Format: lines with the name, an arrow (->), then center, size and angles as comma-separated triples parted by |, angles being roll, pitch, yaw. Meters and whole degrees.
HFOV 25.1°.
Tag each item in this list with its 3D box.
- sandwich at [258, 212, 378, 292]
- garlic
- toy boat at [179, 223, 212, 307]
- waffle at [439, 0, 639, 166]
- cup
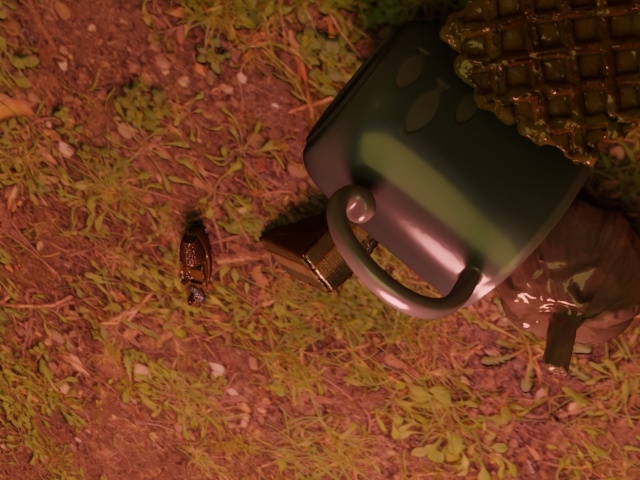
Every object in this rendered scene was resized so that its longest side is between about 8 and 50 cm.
sandwich -> 0.000, 0.000, 2.045 | 0.079, 0.113, 0.163 | 53, 166, -22
garlic -> 0.311, 0.072, 1.807 | 0.219, 0.212, 0.218 | 12, 136, 11
toy boat -> -0.191, 0.040, 2.157 | 0.047, 0.049, 0.149 | 16, 133, 14
waffle -> 0.281, -0.232, 1.585 | 0.291, 0.051, 0.291 | 0, 95, 1
cup -> 0.119, -0.070, 1.684 | 0.274, 0.356, 0.259 | 39, 138, -5
